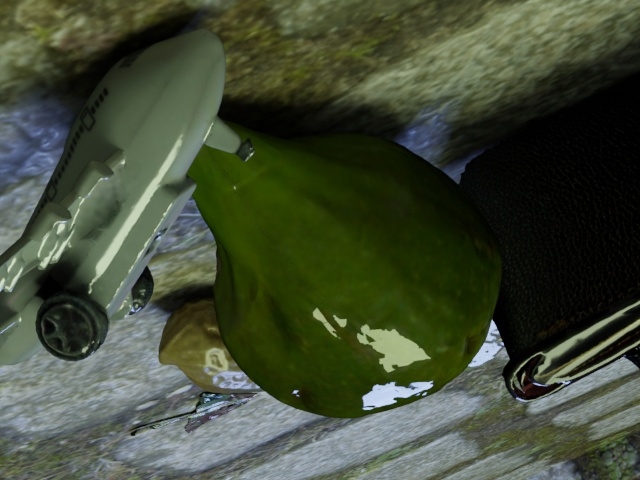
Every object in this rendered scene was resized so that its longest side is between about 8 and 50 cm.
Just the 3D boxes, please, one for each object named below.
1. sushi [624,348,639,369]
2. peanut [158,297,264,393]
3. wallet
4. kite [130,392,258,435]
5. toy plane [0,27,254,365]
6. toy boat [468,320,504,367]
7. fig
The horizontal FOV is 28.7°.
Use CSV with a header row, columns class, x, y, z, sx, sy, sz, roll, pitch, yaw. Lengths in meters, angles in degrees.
class,x,y,z,sx,sy,sz,roll,pitch,yaw
sushi,0.514,0.113,1.471,0.328,0.285,0.328,-27,159,9
peanut,-0.068,0.093,1.118,0.093,0.083,0.194,-17,165,28
wallet,0.223,-0.024,0.934,0.262,0.221,0.071,-31,125,14
kite,-0.141,0.198,1.420,0.156,0.011,0.139,-14,156,-22
toy plane,-0.127,-0.012,0.726,0.255,0.101,0.251,-47,-179,18
toy boat,0.171,0.041,1.218,0.293,0.111,0.276,-11,149,-6
fig,0.000,0.000,0.858,0.206,0.206,0.275,-27,136,15
